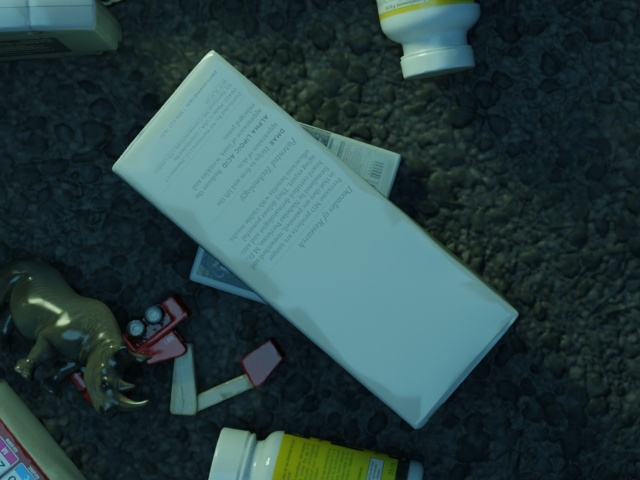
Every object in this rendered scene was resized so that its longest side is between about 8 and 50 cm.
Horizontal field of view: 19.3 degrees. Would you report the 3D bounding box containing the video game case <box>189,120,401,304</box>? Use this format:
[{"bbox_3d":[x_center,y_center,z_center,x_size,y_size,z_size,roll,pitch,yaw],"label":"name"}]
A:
[{"bbox_3d":[-0.026,-0.024,1.952,0.173,0.022,0.190,18,92,2],"label":"video game case"}]

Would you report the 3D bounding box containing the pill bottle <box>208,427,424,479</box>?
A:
[{"bbox_3d":[-0.008,0.259,1.902,0.208,0.119,0.119,13,91,2],"label":"pill bottle"}]

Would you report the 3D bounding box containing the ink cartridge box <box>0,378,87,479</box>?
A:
[{"bbox_3d":[-0.340,0.347,1.914,0.272,0.130,0.309,-40,89,3],"label":"ink cartridge box"}]

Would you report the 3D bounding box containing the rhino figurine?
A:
[{"bbox_3d":[-0.258,0.100,1.899,0.243,0.073,0.106,34,87,31],"label":"rhino figurine"}]

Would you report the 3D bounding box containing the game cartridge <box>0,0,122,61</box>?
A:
[{"bbox_3d":[-0.357,-0.213,1.880,0.294,0.196,0.060,-4,91,2],"label":"game cartridge"}]

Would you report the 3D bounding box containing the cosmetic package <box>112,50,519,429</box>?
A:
[{"bbox_3d":[0.000,0.000,1.834,0.385,0.217,0.156,39,93,0],"label":"cosmetic package"}]

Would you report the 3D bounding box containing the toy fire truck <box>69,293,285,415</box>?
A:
[{"bbox_3d":[-0.147,0.131,1.945,0.192,0.047,0.135,-38,90,3],"label":"toy fire truck"}]

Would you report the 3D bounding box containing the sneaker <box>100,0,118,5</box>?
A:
[{"bbox_3d":[-0.279,-0.283,1.927,0.225,0.093,0.088,-5,90,2],"label":"sneaker"}]

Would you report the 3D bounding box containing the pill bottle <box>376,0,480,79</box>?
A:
[{"bbox_3d":[0.106,-0.260,1.903,0.103,0.103,0.184,-10,90,3],"label":"pill bottle"}]
